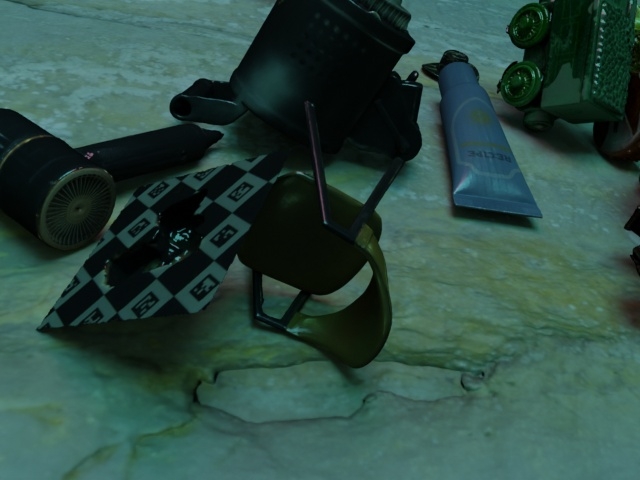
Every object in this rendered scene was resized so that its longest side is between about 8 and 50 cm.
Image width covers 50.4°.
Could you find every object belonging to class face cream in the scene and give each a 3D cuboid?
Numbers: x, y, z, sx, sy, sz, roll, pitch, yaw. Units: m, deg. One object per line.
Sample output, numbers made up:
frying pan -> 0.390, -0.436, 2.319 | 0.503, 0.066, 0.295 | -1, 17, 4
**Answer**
face cream -> 0.255, -0.172, 1.122 | 0.135, 0.086, 0.385 | 7, 42, -8

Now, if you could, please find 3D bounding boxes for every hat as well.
hat -> 0.269, -0.358, 1.387 | 0.121, 0.050, 0.121 | 7, 39, -5

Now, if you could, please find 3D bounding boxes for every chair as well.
chair -> 0.000, 0.000, 0.745 | 0.172, 0.159, 0.247 | 28, 38, -11

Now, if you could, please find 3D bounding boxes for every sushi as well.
sushi -> -0.146, 0.013, 0.698 | 0.231, 0.047, 0.220 | -9, 41, 33

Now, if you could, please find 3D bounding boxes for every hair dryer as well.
hair dryer -> -0.265, -0.112, 0.882 | 0.189, 0.107, 0.352 | 31, 32, 24

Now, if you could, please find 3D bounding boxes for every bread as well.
bread -> 0.567, -0.220, 1.224 | 0.073, 0.160, 0.160 | 10, 37, -17

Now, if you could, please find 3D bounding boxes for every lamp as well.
lamp -> -0.004, -0.280, 1.005 | 0.374, 0.272, 0.205 | 15, 22, -2

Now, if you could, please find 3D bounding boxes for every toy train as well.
toy train -> 0.445, -0.332, 1.234 | 0.145, 0.266, 0.202 | 11, -5, -40

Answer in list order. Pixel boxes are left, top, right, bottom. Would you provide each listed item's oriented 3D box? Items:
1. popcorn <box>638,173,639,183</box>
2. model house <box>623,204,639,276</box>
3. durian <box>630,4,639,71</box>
popcorn -> 0.627, -0.104, 1.051 | 0.225, 0.276, 0.276 | -15, 33, 19
model house -> 0.482, 0.032, 0.899 | 0.164, 0.141, 0.203 | 3, 35, 6
durian -> 0.640, -0.443, 1.513 | 0.200, 0.176, 0.237 | 0, 44, -33
